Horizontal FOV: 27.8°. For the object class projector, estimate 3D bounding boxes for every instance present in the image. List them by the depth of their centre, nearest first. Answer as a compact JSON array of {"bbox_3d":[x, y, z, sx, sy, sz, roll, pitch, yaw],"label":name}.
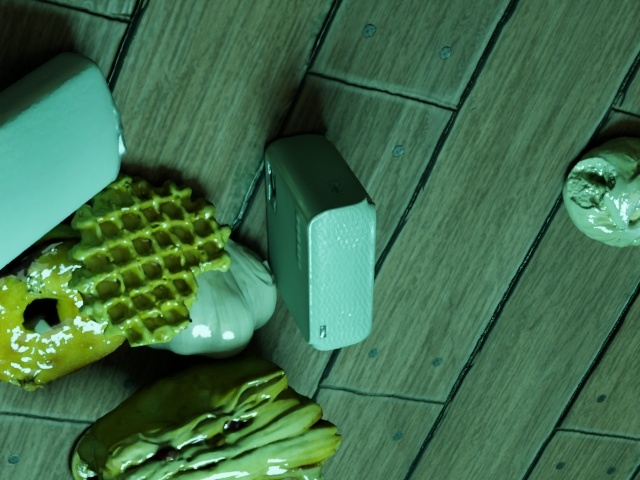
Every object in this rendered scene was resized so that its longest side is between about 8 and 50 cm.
[{"bbox_3d":[0.000,0.000,1.857,0.108,0.198,0.251,-13,128,-16],"label":"projector"}]

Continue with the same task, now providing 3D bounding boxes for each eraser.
[{"bbox_3d":[-0.368,-0.090,1.588,0.290,0.104,0.189,-45,146,-45],"label":"eraser"}]

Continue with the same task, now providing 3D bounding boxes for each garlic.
[{"bbox_3d":[-0.167,0.096,1.886,0.229,0.143,0.178,-11,125,-15],"label":"garlic"}]

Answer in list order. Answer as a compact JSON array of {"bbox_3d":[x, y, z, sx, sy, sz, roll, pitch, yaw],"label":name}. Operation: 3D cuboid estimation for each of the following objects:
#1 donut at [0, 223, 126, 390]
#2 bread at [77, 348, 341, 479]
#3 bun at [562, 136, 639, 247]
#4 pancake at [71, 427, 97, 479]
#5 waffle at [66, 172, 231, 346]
[{"bbox_3d":[-0.383,0.088,1.797,0.253,0.118,0.254,-10,126,-15],"label":"donut"},{"bbox_3d":[-0.177,0.274,1.920,0.369,0.314,0.192,-8,91,-19],"label":"bread"},{"bbox_3d":[0.493,-0.073,2.080,0.193,0.128,0.178,12,118,-28],"label":"bun"},{"bbox_3d":[-0.323,0.345,2.058,0.158,0.028,0.158,-12,124,-19],"label":"pancake"},{"bbox_3d":[-0.230,0.031,1.759,0.249,0.253,0.056,18,151,-33],"label":"waffle"}]
